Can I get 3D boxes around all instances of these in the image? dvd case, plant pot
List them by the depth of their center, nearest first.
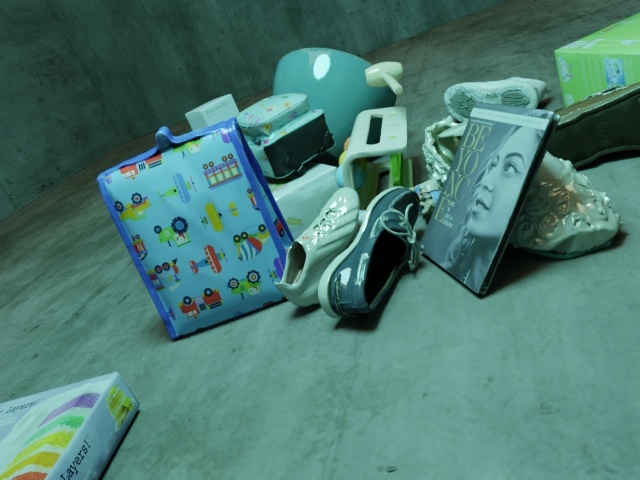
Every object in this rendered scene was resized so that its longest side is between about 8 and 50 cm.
[{"bbox_3d":[0.203,-0.062,0.703,0.018,0.221,0.164,15,13,-20],"label":"dvd case"},{"bbox_3d":[0.011,-0.269,1.272,0.290,0.290,0.196,0,69,44],"label":"plant pot"}]

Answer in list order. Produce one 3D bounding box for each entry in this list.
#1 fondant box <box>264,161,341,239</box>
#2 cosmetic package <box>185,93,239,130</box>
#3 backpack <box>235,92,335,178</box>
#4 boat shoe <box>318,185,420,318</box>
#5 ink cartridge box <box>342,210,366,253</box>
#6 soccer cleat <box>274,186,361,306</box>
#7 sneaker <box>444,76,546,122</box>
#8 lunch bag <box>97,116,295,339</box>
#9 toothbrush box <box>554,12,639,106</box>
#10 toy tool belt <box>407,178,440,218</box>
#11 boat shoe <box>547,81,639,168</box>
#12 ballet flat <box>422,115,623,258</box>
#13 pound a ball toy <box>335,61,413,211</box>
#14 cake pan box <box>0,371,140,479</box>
[{"bbox_3d":[-0.121,-0.080,1.152,0.238,0.096,0.330,-30,23,-16],"label":"fondant box"},{"bbox_3d":[-0.254,-0.263,1.500,0.085,0.231,0.117,1,33,44],"label":"cosmetic package"},{"bbox_3d":[-0.092,-0.208,1.108,0.166,0.144,0.188,-40,26,-28],"label":"backpack"},{"bbox_3d":[0.089,0.007,0.762,0.079,0.095,0.254,-4,31,41],"label":"boat shoe"},{"bbox_3d":[0.047,-0.007,0.887,0.088,0.052,0.122,-36,28,-29],"label":"ink cartridge box"},{"bbox_3d":[0.000,0.000,0.795,0.068,0.076,0.196,3,63,50],"label":"soccer cleat"},{"bbox_3d":[0.387,-0.314,1.221,0.232,0.091,0.115,15,36,43],"label":"sneaker"},{"bbox_3d":[-0.182,-0.030,0.842,0.220,0.293,0.138,-20,23,6],"label":"lunch bag"},{"bbox_3d":[0.585,-0.308,0.953,0.206,0.122,0.283,-25,22,-5],"label":"toothbrush box"},{"bbox_3d":[0.168,-0.058,0.882,0.051,0.052,0.083,-14,51,-1],"label":"toy tool belt"},{"bbox_3d":[0.454,-0.190,0.830,0.307,0.111,0.104,-11,27,27],"label":"boat shoe"},{"bbox_3d":[0.248,-0.100,0.803,0.146,0.147,0.409,-25,24,-5],"label":"ballet flat"},{"bbox_3d":[0.097,-0.197,1.036,0.135,0.208,0.319,-6,27,11],"label":"pound a ball toy"},{"bbox_3d":[-0.375,0.280,0.639,0.266,0.070,0.246,-17,21,17],"label":"cake pan box"}]
